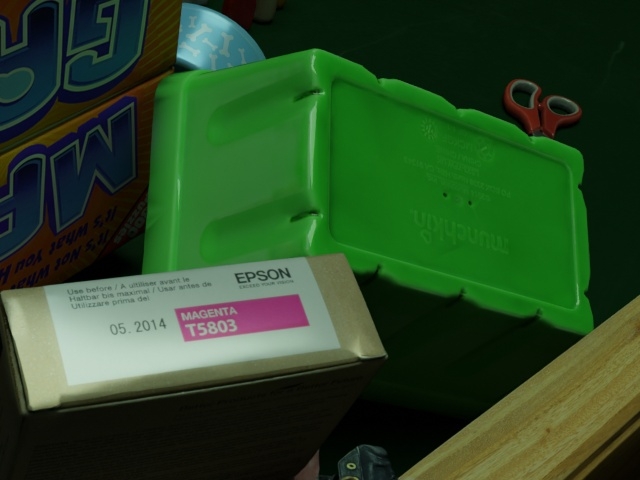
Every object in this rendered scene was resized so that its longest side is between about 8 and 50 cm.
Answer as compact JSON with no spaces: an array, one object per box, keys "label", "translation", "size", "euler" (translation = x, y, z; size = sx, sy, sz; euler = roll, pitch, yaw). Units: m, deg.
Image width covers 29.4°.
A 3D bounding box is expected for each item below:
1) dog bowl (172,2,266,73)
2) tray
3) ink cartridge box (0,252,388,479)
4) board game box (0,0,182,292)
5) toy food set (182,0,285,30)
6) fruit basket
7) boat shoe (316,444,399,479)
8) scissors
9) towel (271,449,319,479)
[{"label":"dog bowl","translation":[-0.200,-0.160,1.234],"size":[0.297,0.166,0.074],"euler":[12,44,13]},{"label":"tray","translation":[0.173,0.174,0.892],"size":[0.076,0.203,0.411],"euler":[35,38,24]},{"label":"ink cartridge box","translation":[-0.101,0.102,0.805],"size":[0.234,0.193,0.088],"euler":[-5,58,-26]},{"label":"board game box","translation":[-0.361,-0.157,0.955],"size":[0.356,0.356,0.356],"euler":[33,44,23]},{"label":"toy food set","translation":[-0.130,-0.348,1.603],"size":[0.232,0.104,0.111],"euler":[-2,38,-27]},{"label":"fruit basket","translation":[0.000,0.000,1.056],"size":[0.392,0.392,0.283],"euler":[7,68,-15]},{"label":"boat shoe","translation":[0.018,0.198,0.861],"size":[0.083,0.065,0.183],"euler":[56,18,15]},{"label":"scissors","translation":[0.272,-0.131,1.553],"size":[0.109,0.021,0.297],"euler":[22,35,3]},{"label":"towel","translation":[-0.164,0.206,0.848],"size":[0.329,0.037,0.237],"euler":[12,36,-5]}]
